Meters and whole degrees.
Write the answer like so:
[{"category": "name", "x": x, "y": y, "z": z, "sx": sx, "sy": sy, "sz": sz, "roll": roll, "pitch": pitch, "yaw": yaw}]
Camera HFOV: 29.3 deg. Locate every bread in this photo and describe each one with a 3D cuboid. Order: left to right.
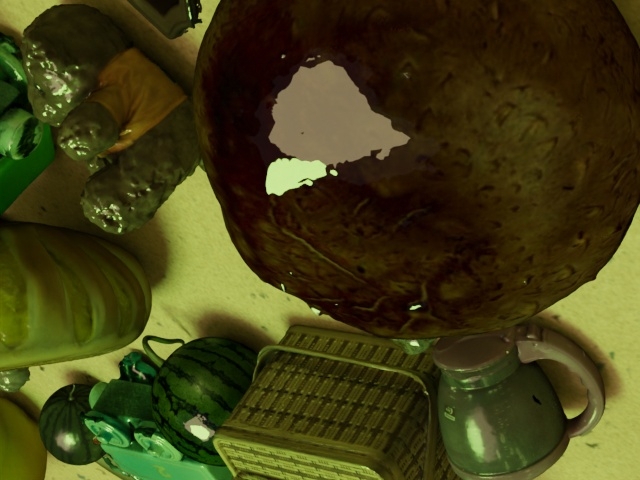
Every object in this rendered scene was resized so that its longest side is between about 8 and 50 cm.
[{"category": "bread", "x": -0.332, "y": 0.061, "z": 1.302, "sx": 0.333, "sy": 0.333, "sz": 0.160, "roll": -12, "pitch": 86, "yaw": 47}]

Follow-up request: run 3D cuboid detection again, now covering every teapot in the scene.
[{"category": "teapot", "x": 0.167, "y": 0.142, "z": 1.100, "sx": 0.148, "sy": 0.116, "sz": 0.146, "roll": 3, "pitch": 124, "yaw": 44}]

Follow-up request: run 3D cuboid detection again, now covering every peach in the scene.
[{"category": "peach", "x": -0.515, "y": 0.337, "z": 1.814, "sx": 0.231, "sy": 0.231, "sz": 0.231, "roll": 23, "pitch": 144, "yaw": 18}]

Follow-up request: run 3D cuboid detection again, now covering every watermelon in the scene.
[{"category": "watermelon", "x": -0.326, "y": 0.238, "z": 1.642, "sx": 0.105, "sy": 0.105, "sz": 0.133, "roll": 18, "pitch": 131, "yaw": 24}, {"category": "watermelon", "x": -0.132, "y": 0.169, "z": 1.362, "sx": 0.187, "sy": 0.141, "sz": 0.141, "roll": 31, "pitch": 146, "yaw": 13}]

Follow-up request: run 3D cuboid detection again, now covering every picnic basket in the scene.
[{"category": "picnic basket", "x": 0.052, "y": 0.257, "z": 1.276, "sx": 0.228, "sy": 0.175, "sz": 0.313, "roll": 5, "pitch": 135, "yaw": 37}]

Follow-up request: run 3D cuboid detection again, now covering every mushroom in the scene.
[{"category": "mushroom", "x": 0.068, "y": -0.065, "z": 0.852, "sx": 0.345, "sy": 0.239, "sz": 0.345, "roll": 10, "pitch": 162, "yaw": 3}]

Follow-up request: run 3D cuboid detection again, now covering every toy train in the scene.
[{"category": "toy train", "x": -0.383, "y": -0.130, "z": 1.230, "sx": 0.243, "sy": 0.132, "sz": 0.188, "roll": 28, "pitch": 150, "yaw": 14}, {"category": "toy train", "x": -0.190, "y": 0.235, "z": 1.519, "sx": 0.203, "sy": 0.112, "sz": 0.163, "roll": 7, "pitch": 143, "yaw": 36}]

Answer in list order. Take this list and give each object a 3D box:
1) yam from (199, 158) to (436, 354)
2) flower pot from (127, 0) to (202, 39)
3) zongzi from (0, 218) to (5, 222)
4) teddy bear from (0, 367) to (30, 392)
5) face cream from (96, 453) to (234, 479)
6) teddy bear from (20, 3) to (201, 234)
[{"category": "yam", "x": 0.000, "y": 0.000, "z": 1.118, "sx": 0.274, "sy": 0.061, "sz": 0.061, "roll": 41, "pitch": 145, "yaw": -7}, {"category": "flower pot", "x": -0.127, "y": -0.264, "z": 0.828, "sx": 0.251, "sy": 0.084, "sz": 0.179, "roll": 44, "pitch": 153, "yaw": 33}, {"category": "zongzi", "x": -0.388, "y": 0.007, "z": 1.471, "sx": 0.067, "sy": 0.073, "sz": 0.083, "roll": 28, "pitch": 105, "yaw": 12}, {"category": "teddy bear", "x": -0.476, "y": 0.114, "z": 1.580, "sx": 0.236, "sy": 0.151, "sz": 0.267, "roll": 37, "pitch": 142, "yaw": -14}, {"category": "face cream", "x": -0.201, "y": 0.333, "z": 1.679, "sx": 0.137, "sy": 0.084, "sz": 0.341, "roll": 40, "pitch": 154, "yaw": -32}, {"category": "teddy bear", "x": -0.186, "y": -0.121, "z": 1.074, "sx": 0.140, "sy": 0.177, "sz": 0.190, "roll": -39, "pitch": 104, "yaw": 9}]
